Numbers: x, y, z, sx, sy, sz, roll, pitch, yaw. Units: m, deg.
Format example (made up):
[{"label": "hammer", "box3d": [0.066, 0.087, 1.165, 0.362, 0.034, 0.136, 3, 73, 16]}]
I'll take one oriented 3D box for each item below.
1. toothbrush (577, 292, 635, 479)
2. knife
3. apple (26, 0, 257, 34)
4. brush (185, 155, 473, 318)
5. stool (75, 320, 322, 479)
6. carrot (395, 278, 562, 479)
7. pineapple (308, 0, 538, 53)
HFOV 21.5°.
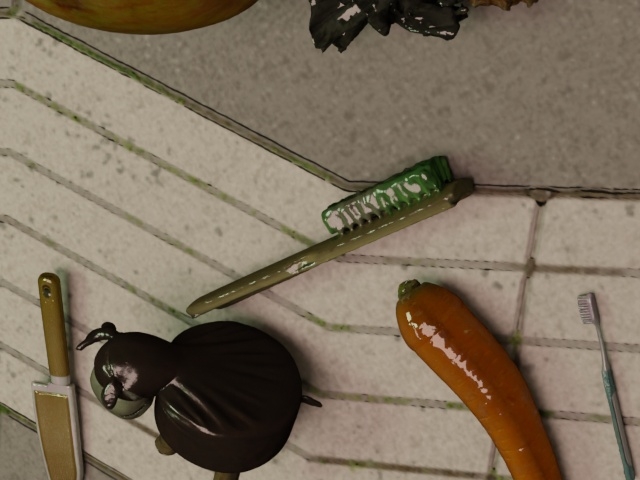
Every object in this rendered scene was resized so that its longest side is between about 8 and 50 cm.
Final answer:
[{"label": "toothbrush", "box3d": [0.234, 0.121, 1.381, 0.014, 0.011, 0.167, -7, 106, 32]}, {"label": "knife", "box3d": [-0.253, 0.144, 1.610, 0.046, 0.022, 0.256, 6, 115, 16]}, {"label": "apple", "box3d": [-0.132, -0.279, 1.269, 0.264, 0.264, 0.264, 9, 112, 22]}, {"label": "brush", "box3d": [0.000, 0.000, 1.422, 0.282, 0.054, 0.048, -26, 87, 30]}, {"label": "stool", "box3d": [-0.111, 0.138, 1.468, 0.217, 0.125, 0.121, 12, 140, -11]}, {"label": "carrot", "box3d": [0.150, 0.142, 1.405, 0.066, 0.062, 0.271, -37, 95, -2]}, {"label": "pineapple", "box3d": [0.084, -0.211, 1.280, 0.237, 0.119, 0.111, -17, 145, 33]}]
